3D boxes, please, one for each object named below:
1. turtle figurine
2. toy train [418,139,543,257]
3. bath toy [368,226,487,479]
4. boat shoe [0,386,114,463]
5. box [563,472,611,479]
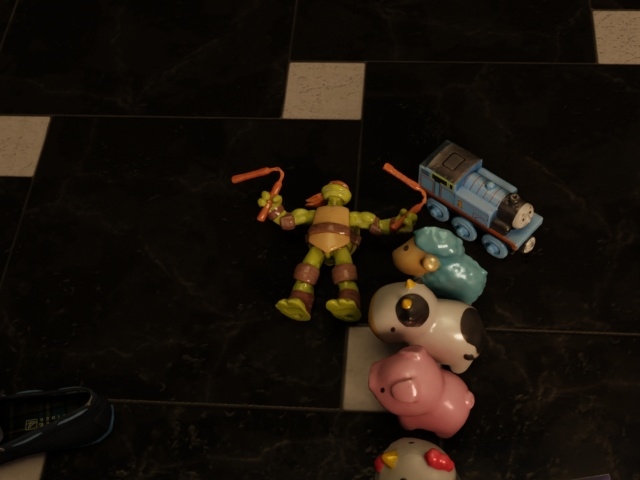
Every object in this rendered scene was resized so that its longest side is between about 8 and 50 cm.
[{"bbox_3d":[0.000,0.000,1.369,0.269,0.087,0.217,7,62,6],"label":"turtle figurine"},{"bbox_3d":[0.213,-0.052,1.377,0.184,0.105,0.080,35,64,26],"label":"toy train"},{"bbox_3d":[0.124,0.158,1.212,0.151,0.129,0.348,11,57,-1],"label":"bath toy"},{"bbox_3d":[-0.387,0.214,1.243,0.258,0.089,0.109,-16,55,-7],"label":"boat shoe"},{"bbox_3d":[0.253,0.368,1.073,0.153,0.108,0.207,-10,55,-2],"label":"box"}]
